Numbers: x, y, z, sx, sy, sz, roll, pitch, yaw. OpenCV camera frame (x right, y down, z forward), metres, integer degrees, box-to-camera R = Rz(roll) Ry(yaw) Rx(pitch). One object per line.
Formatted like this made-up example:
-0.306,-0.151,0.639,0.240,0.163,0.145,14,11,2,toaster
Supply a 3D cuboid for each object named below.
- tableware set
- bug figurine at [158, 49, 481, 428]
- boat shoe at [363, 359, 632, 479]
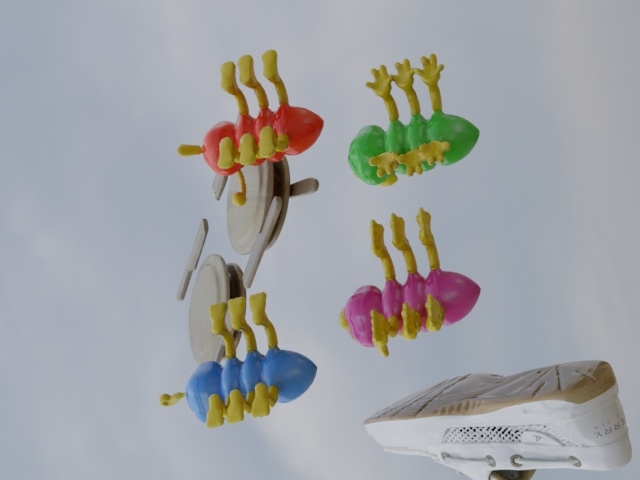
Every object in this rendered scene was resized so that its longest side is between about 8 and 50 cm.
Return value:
-0.056,0.011,1.288,0.128,0.039,0.194,-111,34,-49,tableware set
0.000,0.000,1.119,0.072,0.216,0.279,50,-145,-51,bug figurine
0.142,0.165,1.428,0.098,0.277,0.096,-27,-81,-36,boat shoe
